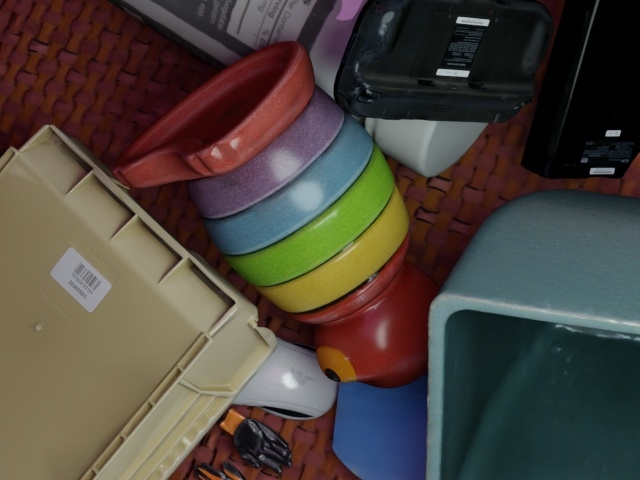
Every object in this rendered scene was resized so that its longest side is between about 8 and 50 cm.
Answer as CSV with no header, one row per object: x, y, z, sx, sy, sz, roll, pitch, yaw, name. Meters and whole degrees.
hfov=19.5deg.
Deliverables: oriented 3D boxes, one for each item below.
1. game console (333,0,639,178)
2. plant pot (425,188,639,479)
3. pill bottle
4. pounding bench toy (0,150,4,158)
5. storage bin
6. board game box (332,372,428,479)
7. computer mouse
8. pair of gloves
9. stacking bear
0.162,-0.155,1.472,0.044,0.361,0.213,31,113,44,game console
0.228,0.088,1.446,0.247,0.247,0.252,8,35,13,plant pot
-0.011,-0.216,1.601,0.361,0.204,0.204,33,85,16,pill bottle
-0.317,-0.058,1.703,0.065,0.052,0.083,-44,73,-1,pounding bench toy
-0.215,0.081,1.588,0.262,0.123,0.260,42,95,22,storage bin
0.083,0.136,1.591,0.133,0.033,0.169,1,72,17,board game box
-0.077,0.105,1.623,0.193,0.042,0.106,11,79,14,computer mouse
-0.067,0.194,1.608,0.074,0.010,0.083,32,102,12,pair of gloves
0.000,0.000,1.499,0.164,0.175,0.289,-47,113,-29,stacking bear
